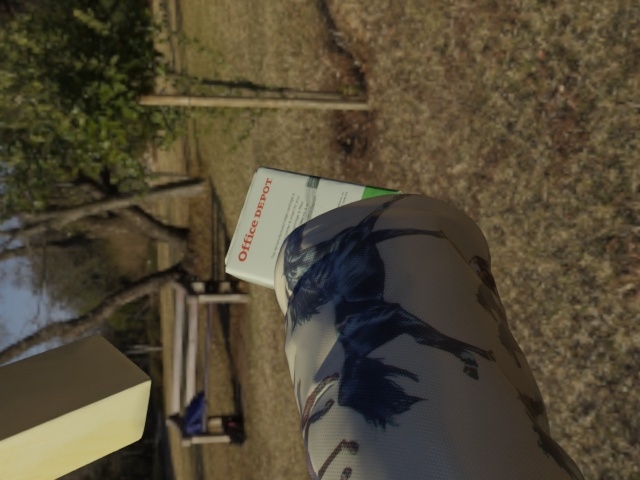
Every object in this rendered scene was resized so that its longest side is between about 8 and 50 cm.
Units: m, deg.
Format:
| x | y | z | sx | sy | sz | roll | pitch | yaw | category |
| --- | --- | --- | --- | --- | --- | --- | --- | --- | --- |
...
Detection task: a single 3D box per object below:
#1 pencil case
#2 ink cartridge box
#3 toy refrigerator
| x | y | z | sx | sy | sz | roll | pitch | yaw | category |
| --- | --- | --- | --- | --- | --- | --- | --- | --- | --- |
| 0.077 | 0.134 | 0.470 | 0.183 | 0.160 | 0.410 | 46 | -163 | -34 | pencil case |
| 0.000 | 0.000 | 1.046 | 0.087 | 0.208 | 0.153 | 35 | -109 | -61 | ink cartridge box |
| -0.313 | 0.194 | 0.819 | 0.102 | 0.269 | 0.094 | 30 | 120 | 31 | toy refrigerator |
